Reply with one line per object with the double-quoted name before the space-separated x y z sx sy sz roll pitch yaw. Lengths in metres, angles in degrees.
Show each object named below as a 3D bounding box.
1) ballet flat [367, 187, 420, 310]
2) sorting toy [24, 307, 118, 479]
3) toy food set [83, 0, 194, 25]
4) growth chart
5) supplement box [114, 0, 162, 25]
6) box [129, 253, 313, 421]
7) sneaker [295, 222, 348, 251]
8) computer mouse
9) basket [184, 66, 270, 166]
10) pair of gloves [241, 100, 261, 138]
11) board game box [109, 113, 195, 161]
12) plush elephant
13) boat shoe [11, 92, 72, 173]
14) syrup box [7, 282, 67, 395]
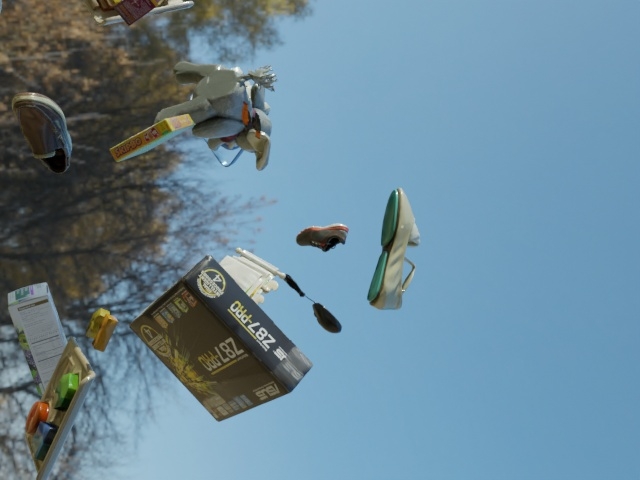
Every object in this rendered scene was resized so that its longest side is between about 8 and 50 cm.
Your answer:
"ballet flat" 0.153 0.022 1.593 0.086 0.086 0.248 -15 -122 63
"sorting toy" -0.463 0.257 1.470 0.307 0.041 0.229 -65 -153 1
"toy food set" -0.443 -0.629 1.798 0.306 0.219 0.092 62 -31 7
"growth chart" -0.213 0.117 1.931 0.172 0.237 0.021 37 -27 25
"supplement box" -0.319 -0.430 1.448 0.083 0.055 0.043 -22 -60 33
"box" -0.231 0.226 1.767 0.318 0.097 0.395 47 -35 -7
"sneaker" 0.000 0.000 2.155 0.158 0.061 0.065 -14 -123 31
"computer mouse" -0.030 0.181 2.279 0.242 0.041 0.071 41 -13 28
"basket" -0.307 -0.396 2.607 0.255 0.201 0.289 53 -46 -3
"pair of gloves" -0.172 -0.298 2.009 0.083 0.010 0.074 42 -36 36
"board game box" -0.331 -0.210 1.630 0.039 0.124 0.259 62 6 -7
"plush elephant" -0.240 -0.330 2.176 0.255 0.330 0.272 68 17 -47
"boat shoe" -0.593 -0.224 1.754 0.257 0.095 0.095 82 1 -70
"syrup box" -0.646 0.227 1.885 0.093 0.096 0.237 -143 -142 -63
